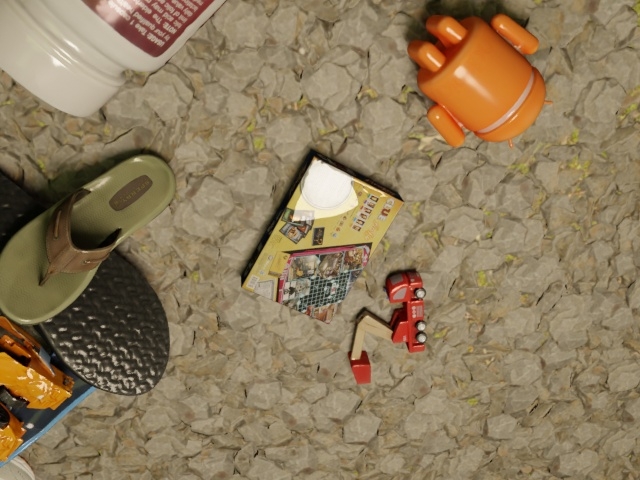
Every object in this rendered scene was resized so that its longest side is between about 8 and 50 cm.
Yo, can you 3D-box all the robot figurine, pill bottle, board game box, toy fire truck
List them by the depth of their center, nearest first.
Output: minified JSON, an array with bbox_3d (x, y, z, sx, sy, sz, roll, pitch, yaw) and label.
[{"bbox_3d":[-0.209,-0.345,0.744,0.392,0.224,0.224,-41,112,10],"label":"pill bottle"},{"bbox_3d":[-0.506,0.170,0.884,0.211,0.085,0.291,-45,112,0],"label":"robot figurine"},{"bbox_3d":[0.225,-0.224,0.908,0.219,0.128,0.158,33,63,-19],"label":"robot figurine"},{"bbox_3d":[0.000,0.000,1.022,0.165,0.042,0.243,26,108,-17],"label":"board game box"},{"bbox_3d":[0.112,0.149,1.100,0.135,0.047,0.192,-7,114,-3],"label":"toy fire truck"}]

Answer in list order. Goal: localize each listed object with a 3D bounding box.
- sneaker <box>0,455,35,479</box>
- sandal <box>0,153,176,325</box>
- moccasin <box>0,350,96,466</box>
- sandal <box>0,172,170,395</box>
[{"bbox_3d":[-0.614,0.399,1.074,0.262,0.121,0.099,32,107,-19],"label":"sneaker"},{"bbox_3d":[-0.326,-0.016,0.885,0.120,0.086,0.303,45,73,-11],"label":"sandal"},{"bbox_3d":[-0.474,0.257,1.040,0.342,0.138,0.117,-41,96,-7],"label":"moccasin"},{"bbox_3d":[-0.399,0.052,0.954,0.446,0.107,0.167,46,61,-10],"label":"sandal"}]
